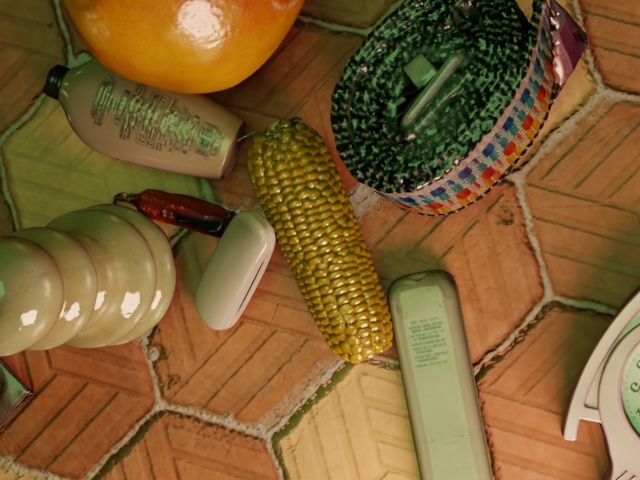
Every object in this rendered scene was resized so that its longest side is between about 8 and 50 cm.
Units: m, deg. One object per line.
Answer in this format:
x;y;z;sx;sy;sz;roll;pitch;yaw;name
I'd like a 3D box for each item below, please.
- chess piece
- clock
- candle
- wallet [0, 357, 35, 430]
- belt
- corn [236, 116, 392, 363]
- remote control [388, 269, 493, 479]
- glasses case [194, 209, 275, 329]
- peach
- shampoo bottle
-0.308;0.054;1.636;0.182;0.330;0.182;1;94;17;chess piece
0.414;0.223;1.646;0.275;0.080;0.290;34;93;10;clock
-0.183;-0.034;1.780;0.162;0.053;0.048;14;133;15;candle
-0.476;0.151;1.814;0.124;0.042;0.230;-45;80;8;wallet
0.153;-0.171;1.675;0.207;0.160;0.295;35;91;27;belt
0.000;0.000;1.713;0.106;0.106;0.305;-23;84;7;corn
0.145;0.190;1.712;0.090;0.038;0.310;-12;86;7;remote control
-0.104;0.037;1.732;0.063;0.041;0.164;42;121;25;glasses case
-0.168;-0.316;1.649;0.289;0.308;0.289;-2;73;5;peach
-0.223;-0.155;1.770;0.257;0.078;0.127;23;99;8;shampoo bottle
